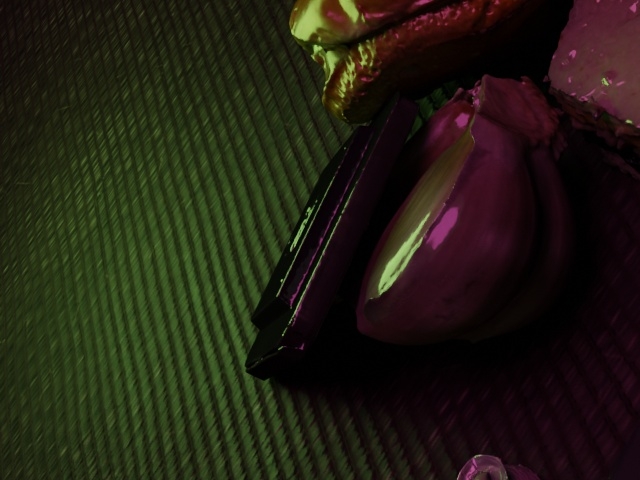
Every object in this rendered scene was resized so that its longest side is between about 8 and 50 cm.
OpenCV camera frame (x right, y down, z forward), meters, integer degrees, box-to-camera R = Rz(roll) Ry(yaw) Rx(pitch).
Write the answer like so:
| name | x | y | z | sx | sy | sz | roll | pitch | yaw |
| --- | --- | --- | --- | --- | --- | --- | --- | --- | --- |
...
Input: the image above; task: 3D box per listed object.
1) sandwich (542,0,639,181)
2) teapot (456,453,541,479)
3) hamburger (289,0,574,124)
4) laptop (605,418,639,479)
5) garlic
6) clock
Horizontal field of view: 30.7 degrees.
| name | x | y | z | sx | sy | sz | roll | pitch | yaw |
| --- | --- | --- | --- | --- | --- | --- | --- | --- | --- |
| sandwich | 0.360 | -0.169 | 0.997 | 0.325 | 0.131 | 0.262 | -24 | 49 | 26 |
| teapot | 0.150 | 0.217 | 0.960 | 0.064 | 0.064 | 0.083 | -37 | 42 | 19 |
| hamburger | 0.124 | -0.246 | 1.163 | 0.314 | 0.170 | 0.290 | -24 | 5 | 34 |
| laptop | 0.298 | 0.196 | 0.873 | 0.180 | 0.016 | 0.129 | 22 | 78 | 50 |
| garlic | 0.112 | -0.013 | 1.049 | 0.237 | 0.210 | 0.292 | 45 | 113 | 42 |
| clock | -0.001 | 0.000 | 1.164 | 0.279 | 0.049 | 0.273 | -65 | 5 | -15 |
